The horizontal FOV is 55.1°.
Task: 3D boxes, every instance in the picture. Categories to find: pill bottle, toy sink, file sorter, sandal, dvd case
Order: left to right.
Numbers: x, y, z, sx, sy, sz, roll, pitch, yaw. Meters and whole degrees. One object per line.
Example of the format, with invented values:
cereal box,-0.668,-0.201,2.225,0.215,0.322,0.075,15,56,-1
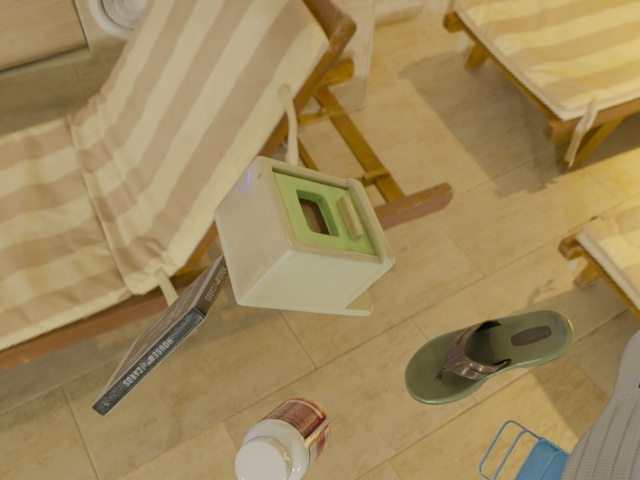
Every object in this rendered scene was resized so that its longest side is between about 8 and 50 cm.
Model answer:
dvd case,-0.233,0.138,0.926,0.029,0.239,0.179,42,19,-12
pill bottle,-0.046,0.256,0.767,0.086,0.152,0.086,1,92,18
toy sink,0.000,0.000,0.825,0.234,0.131,0.152,12,46,-39
sandal,0.282,0.188,1.067,0.303,0.086,0.120,-26,58,12
file sorter,0.356,0.382,0.982,0.105,0.170,0.118,35,84,-22

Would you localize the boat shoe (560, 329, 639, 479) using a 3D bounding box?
boat shoe,0.402,0.251,0.737,0.119,0.121,0.335,46,64,-10
